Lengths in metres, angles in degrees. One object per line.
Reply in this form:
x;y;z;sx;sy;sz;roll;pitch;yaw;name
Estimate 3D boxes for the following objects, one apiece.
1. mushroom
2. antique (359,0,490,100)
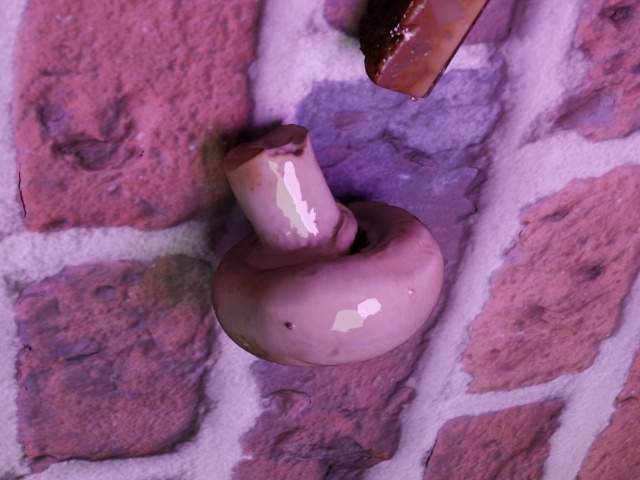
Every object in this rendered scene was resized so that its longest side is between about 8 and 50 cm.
0.000;0.000;1.668;0.293;0.292;0.290;-16;109;-9;mushroom
0.143;-0.303;1.513;0.093;0.087;0.310;10;129;-30;antique
